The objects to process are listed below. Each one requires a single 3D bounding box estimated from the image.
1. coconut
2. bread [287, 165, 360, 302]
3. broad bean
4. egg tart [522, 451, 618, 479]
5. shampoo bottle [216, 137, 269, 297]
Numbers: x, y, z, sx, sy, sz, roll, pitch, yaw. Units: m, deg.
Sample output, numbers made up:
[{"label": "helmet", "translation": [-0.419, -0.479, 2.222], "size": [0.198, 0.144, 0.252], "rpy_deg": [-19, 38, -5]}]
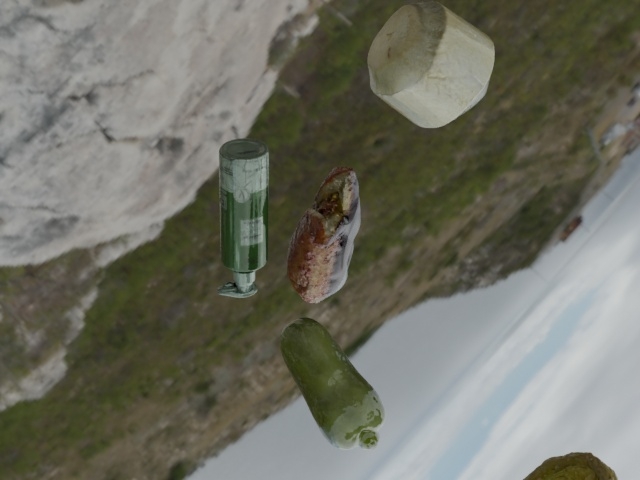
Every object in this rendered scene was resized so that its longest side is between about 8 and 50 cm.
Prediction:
[{"label": "coconut", "translation": [0.200, -0.299, 1.611], "size": [0.222, 0.202, 0.202], "rpy_deg": [26, 112, -31]}, {"label": "bread", "translation": [0.002, -0.006, 1.283], "size": [0.269, 0.095, 0.139], "rpy_deg": [89, 16, -63]}, {"label": "broad bean", "translation": [0.016, 0.173, 1.108], "size": [0.082, 0.175, 0.124], "rpy_deg": [-26, 150, -6]}, {"label": "egg tart", "translation": [0.292, 0.347, 1.105], "size": [0.191, 0.074, 0.191], "rpy_deg": [-40, -160, 18]}, {"label": "shampoo bottle", "translation": [-0.096, -0.020, 1.134], "size": [0.065, 0.065, 0.205], "rpy_deg": [-34, 137, -45]}]
